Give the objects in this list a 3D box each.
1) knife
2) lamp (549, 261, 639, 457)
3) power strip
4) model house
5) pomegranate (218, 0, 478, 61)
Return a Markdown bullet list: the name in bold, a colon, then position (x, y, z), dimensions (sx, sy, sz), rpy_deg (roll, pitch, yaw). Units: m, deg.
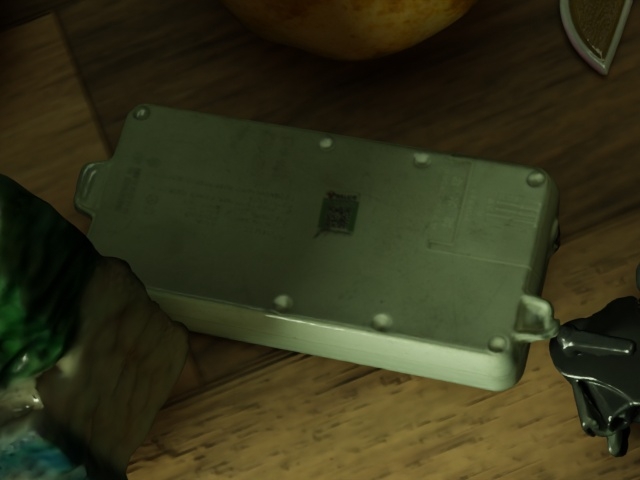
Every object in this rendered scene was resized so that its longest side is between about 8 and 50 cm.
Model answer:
- **knife**: position (0.174, -0.213, 1.003), dimensions (0.046, 0.022, 0.256), rpy_deg (10, 71, 4)
- **lamp**: position (0.201, 0.085, 0.842), dimensions (0.172, 0.147, 0.227), rpy_deg (-15, 58, 23)
- **power strip**: position (0.000, 0.000, 0.914), dimensions (0.270, 0.046, 0.118), rpy_deg (10, 67, 14)
- **model house**: position (-0.257, 0.092, 0.810), dimensions (0.298, 0.243, 0.284), rpy_deg (19, 76, 23)
- **pomegranate**: position (0.017, -0.196, 0.918), dimensions (0.207, 0.207, 0.207), rpy_deg (-1, 69, 4)
